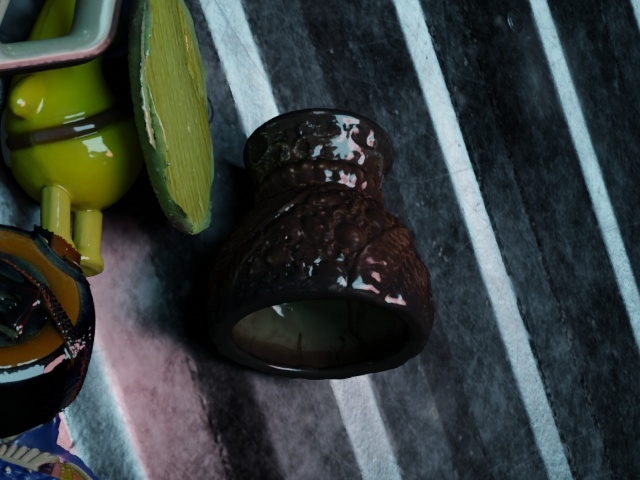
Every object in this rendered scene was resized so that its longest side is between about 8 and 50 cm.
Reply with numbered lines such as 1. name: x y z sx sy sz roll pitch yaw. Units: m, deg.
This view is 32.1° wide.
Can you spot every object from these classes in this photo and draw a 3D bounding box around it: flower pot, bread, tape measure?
1. flower pot: 0.000 0.000 1.344 0.267 0.267 0.267 26 52 -40
2. bread: -0.163 -0.146 1.216 0.301 0.045 0.301 -8 90 -85
3. tape measure: -0.315 0.075 1.019 0.223 0.135 0.202 23 43 1

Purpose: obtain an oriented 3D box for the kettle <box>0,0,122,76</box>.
1. kettle: -0.338 -0.274 0.998 0.361 0.250 0.376 28 70 -30

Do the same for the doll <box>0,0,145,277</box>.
1. doll: -0.259 -0.150 1.178 0.199 0.145 0.362 41 45 -65

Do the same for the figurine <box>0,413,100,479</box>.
1. figurine: -0.295 0.237 1.075 0.262 0.121 0.164 45 37 -5
